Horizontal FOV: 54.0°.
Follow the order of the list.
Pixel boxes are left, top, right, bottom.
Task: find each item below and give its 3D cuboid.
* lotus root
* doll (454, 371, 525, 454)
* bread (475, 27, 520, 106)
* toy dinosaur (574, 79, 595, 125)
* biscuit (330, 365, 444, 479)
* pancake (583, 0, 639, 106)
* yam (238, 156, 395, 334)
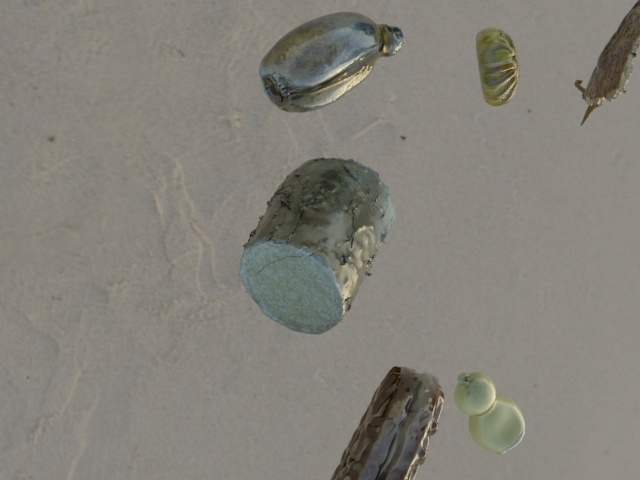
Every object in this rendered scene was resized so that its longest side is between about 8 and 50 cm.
[{"bbox_3d":[0.023,-0.356,1.195,0.322,0.140,0.158,-35,156,-29],"label":"lotus root"},{"bbox_3d":[0.405,0.414,1.536,0.141,0.117,0.296,-40,113,-7],"label":"doll"},{"bbox_3d":[0.350,-0.347,1.257,0.094,0.083,0.157,-30,114,-58],"label":"bread"},{"bbox_3d":[0.738,-0.369,1.680,0.039,0.126,0.162,-23,119,-11],"label":"toy dinosaur"},{"bbox_3d":[0.090,0.349,0.995,0.332,0.103,0.332,-59,170,-17],"label":"biscuit"},{"bbox_3d":[0.579,-0.360,1.192,0.056,0.257,0.212,21,101,3],"label":"pancake"},{"bbox_3d":[0.000,0.000,1.185,0.348,0.241,0.241,-61,140,-53],"label":"yam"}]
